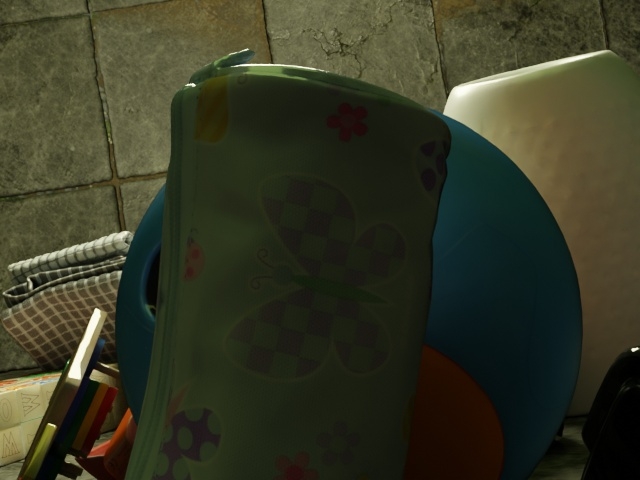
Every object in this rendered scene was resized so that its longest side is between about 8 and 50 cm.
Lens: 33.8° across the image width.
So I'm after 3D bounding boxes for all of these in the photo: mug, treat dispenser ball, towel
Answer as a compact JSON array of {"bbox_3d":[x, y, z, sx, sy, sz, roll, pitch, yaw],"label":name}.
[{"bbox_3d":[0.214,-0.014,1.129,0.374,0.328,0.276,-8,10,34],"label":"mug"},{"bbox_3d":[0.017,0.052,0.664,0.288,0.288,0.288,-9,-1,0],"label":"treat dispenser ball"},{"bbox_3d":[-0.312,0.136,1.568,0.235,0.284,0.121,-14,40,20],"label":"towel"}]

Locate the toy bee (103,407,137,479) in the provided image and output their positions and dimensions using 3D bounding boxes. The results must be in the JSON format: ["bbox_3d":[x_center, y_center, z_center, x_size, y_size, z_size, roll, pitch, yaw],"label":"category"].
[{"bbox_3d":[-0.065,0.081,0.886,0.162,0.298,0.195,24,-24,-15],"label":"toy bee"}]

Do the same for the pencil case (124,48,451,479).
[{"bbox_3d":[-0.024,0.064,0.443,0.124,0.273,0.113,12,-4,-7],"label":"pencil case"}]

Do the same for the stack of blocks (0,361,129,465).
[{"bbox_3d":[-0.408,0.232,1.386,0.171,0.087,0.297,-10,-1,29],"label":"stack of blocks"}]

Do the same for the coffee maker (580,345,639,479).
[{"bbox_3d":[0.220,0.077,0.493,0.178,0.171,0.120,-10,16,-30],"label":"coffee maker"}]

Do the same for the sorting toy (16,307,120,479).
[{"bbox_3d":[-0.205,0.149,0.878,0.046,0.132,0.274,25,20,-10],"label":"sorting toy"}]

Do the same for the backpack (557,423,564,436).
[{"bbox_3d":[0.136,0.122,0.931,0.115,0.152,0.182,-14,13,-19],"label":"backpack"}]

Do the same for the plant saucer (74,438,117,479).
[{"bbox_3d":[-0.068,0.194,1.032,0.259,0.048,0.258,-8,-1,12],"label":"plant saucer"}]
